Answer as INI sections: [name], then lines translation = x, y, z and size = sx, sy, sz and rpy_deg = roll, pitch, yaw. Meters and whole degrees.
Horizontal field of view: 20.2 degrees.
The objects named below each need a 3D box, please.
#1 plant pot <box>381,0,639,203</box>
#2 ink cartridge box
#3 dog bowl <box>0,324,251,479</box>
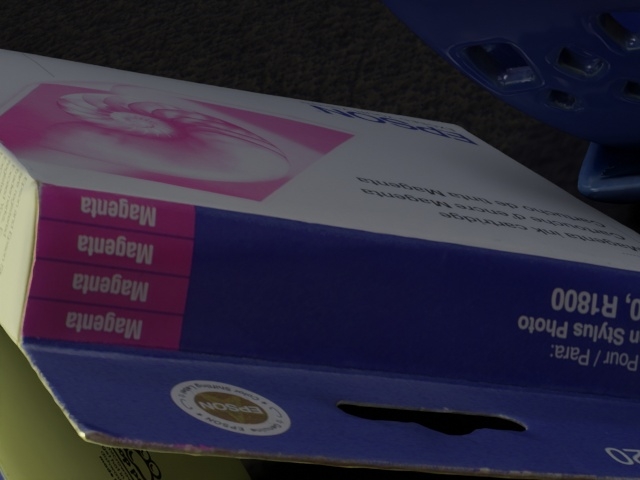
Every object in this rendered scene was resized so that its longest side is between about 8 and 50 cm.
[plant pot]
translation = 0.194, -0.149, 0.817
size = 0.236, 0.212, 0.236
rpy_deg = -5, 49, 42
[ink cartridge box]
translation = 0.000, 0.000, 0.776
size = 0.330, 0.324, 0.071
rpy_deg = 36, 114, 57
[dog bowl]
translation = -0.122, 0.124, 0.798
size = 0.104, 0.265, 0.265
rpy_deg = -33, 34, 12
